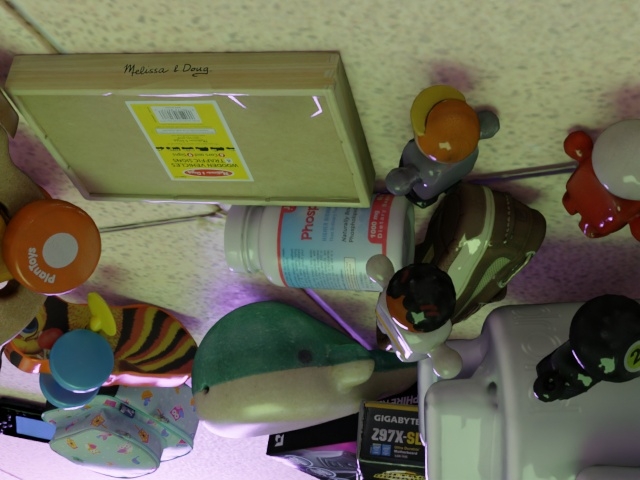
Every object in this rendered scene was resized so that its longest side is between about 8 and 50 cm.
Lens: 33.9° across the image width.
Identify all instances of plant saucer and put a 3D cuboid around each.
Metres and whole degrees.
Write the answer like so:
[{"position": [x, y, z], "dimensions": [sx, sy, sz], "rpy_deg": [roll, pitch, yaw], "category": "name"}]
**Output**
[{"position": [-0.262, -0.119, 0.830], "dimensions": [0.015, 0.083, 0.083], "rpy_deg": [-35, 150, -9], "category": "plant saucer"}]

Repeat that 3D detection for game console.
[{"position": [-0.498, 0.271, 1.635], "dimensions": [0.362, 0.043, 0.213], "rpy_deg": [12, 152, -6], "category": "game console"}]

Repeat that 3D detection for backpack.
[{"position": [-0.255, 0.236, 1.394], "dimensions": [0.188, 0.144, 0.166], "rpy_deg": [28, 142, -36], "category": "backpack"}]

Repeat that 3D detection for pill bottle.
[{"position": [0.000, 0.000, 0.934], "dimensions": [0.160, 0.087, 0.087], "rpy_deg": [2, 151, 13], "category": "pill bottle"}]

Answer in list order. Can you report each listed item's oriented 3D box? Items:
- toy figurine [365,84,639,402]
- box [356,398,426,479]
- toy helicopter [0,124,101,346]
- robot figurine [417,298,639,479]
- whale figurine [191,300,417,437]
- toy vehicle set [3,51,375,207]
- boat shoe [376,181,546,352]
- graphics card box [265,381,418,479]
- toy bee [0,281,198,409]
[{"position": [0.143, 0.004, 0.767], "dimensions": [0.210, 0.213, 0.148], "rpy_deg": [13, 164, 3], "category": "toy figurine"}, {"position": [0.202, 0.277, 1.202], "dimensions": [0.322, 0.079, 0.257], "rpy_deg": [5, 148, 6], "category": "box"}, {"position": [-0.370, -0.038, 0.866], "dimensions": [0.140, 0.235, 0.355], "rpy_deg": [23, 153, 53], "category": "toy helicopter"}, {"position": [0.267, 0.153, 0.946], "dimensions": [0.354, 0.300, 0.199], "rpy_deg": [-3, 117, 1], "category": "robot figurine"}, {"position": [-0.017, 0.137, 1.182], "dimensions": [0.272, 0.141, 0.216], "rpy_deg": [-1, 162, -36], "category": "whale figurine"}, {"position": [-0.100, -0.087, 0.858], "dimensions": [0.267, 0.035, 0.166], "rpy_deg": [2, 151, 14], "category": "toy vehicle set"}, {"position": [0.127, 0.042, 0.969], "dimensions": [0.095, 0.095, 0.257], "rpy_deg": [10, 152, -12], "category": "boat shoe"}, {"position": [0.138, 0.255, 1.356], "dimensions": [0.371, 0.094, 0.233], "rpy_deg": [-16, 143, 41], "category": "graphics card box"}, {"position": [-0.290, 0.104, 1.184], "dimensions": [0.298, 0.162, 0.195], "rpy_deg": [3, 155, -46], "category": "toy bee"}]
